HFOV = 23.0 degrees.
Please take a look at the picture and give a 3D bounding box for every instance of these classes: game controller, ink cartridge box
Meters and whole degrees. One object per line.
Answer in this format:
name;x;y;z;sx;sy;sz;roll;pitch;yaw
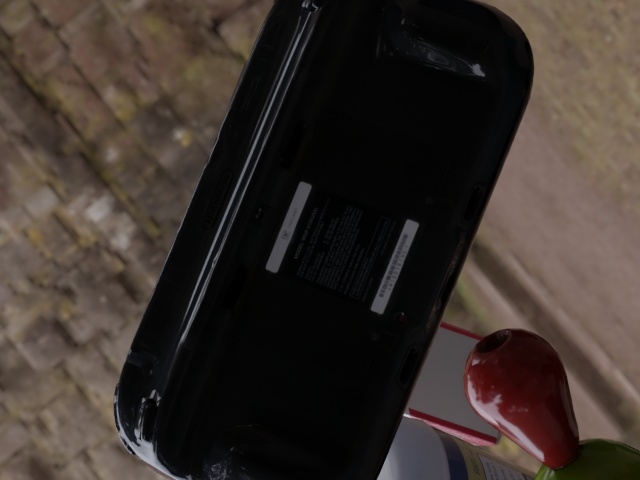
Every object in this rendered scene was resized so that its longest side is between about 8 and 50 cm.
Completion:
game controller;0.000;0.000;0.894;0.166;0.319;0.067;21;177;17
ink cartridge box;0.080;0.135;1.574;0.172;0.100;0.237;19;170;-7

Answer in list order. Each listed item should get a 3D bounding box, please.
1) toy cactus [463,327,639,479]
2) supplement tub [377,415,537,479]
toy cactus;0.151;0.047;0.359;0.180;0.219;0.112;68;161;-8
supplement tub;0.132;0.278;1.102;0.316;0.228;0.228;26;-174;-18
